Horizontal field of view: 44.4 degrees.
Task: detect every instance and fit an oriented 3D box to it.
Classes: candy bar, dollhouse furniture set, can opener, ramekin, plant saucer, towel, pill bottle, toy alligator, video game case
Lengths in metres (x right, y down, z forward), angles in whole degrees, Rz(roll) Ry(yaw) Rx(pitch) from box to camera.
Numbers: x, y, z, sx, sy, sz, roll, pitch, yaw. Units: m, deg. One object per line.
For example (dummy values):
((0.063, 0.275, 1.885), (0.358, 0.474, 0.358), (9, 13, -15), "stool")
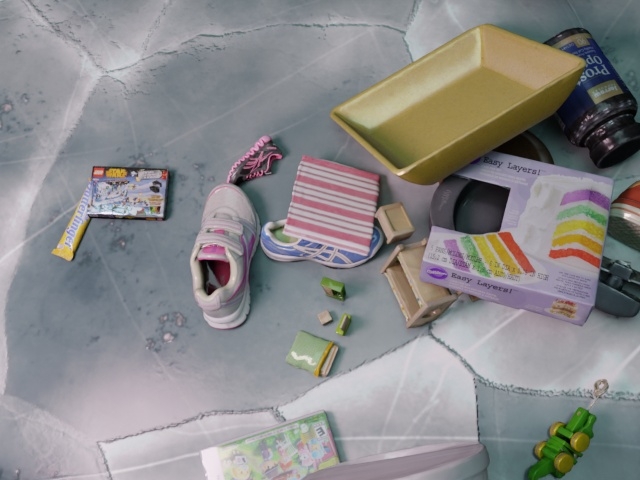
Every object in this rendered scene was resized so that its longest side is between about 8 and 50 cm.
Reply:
((-0.435, -0.041, 1.421), (0.040, 0.018, 0.161), (18, 75, 14), "candy bar")
((0.001, 0.141, 1.272), (0.076, 0.058, 0.151), (20, 75, 15), "dollhouse furniture set")
((0.541, 0.104, 1.215), (0.284, 0.076, 0.095), (27, 109, 16), "can opener")
((0.110, 0.368, 1.077), (0.273, 0.273, 0.127), (-13, 82, 4), "ramekin")
((0.300, -0.119, 1.334), (0.199, 0.036, 0.198), (-3, 71, 8), "plant saucer")
((0.021, -0.059, 1.300), (0.144, 0.029, 0.197), (15, 46, -3), "towel")
((0.446, -0.234, 1.306), (0.123, 0.123, 0.219), (-25, 69, -1), "pill bottle")
((0.382, 0.294, 1.172), (0.189, 0.056, 0.051), (-48, 113, -11), "toy alligator")
((-0.066, 0.387, 1.215), (0.213, 0.023, 0.193), (-18, 69, 1), "video game case")
((0.217, -0.217, 1.288), (0.333, 0.081, 0.333), (-31, 30, -3), "plant saucer")
((0.186, 0.030, 1.287), (0.161, 0.101, 0.181), (-14, 67, -23), "dollhouse furniture set")

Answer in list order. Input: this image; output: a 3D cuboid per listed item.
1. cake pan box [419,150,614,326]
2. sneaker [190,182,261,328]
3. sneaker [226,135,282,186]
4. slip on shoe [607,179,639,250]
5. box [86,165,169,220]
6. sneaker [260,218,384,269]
((0.301, -0.018, 1.213), (0.267, 0.070, 0.245), (16, 56, 12), "cake pan box")
((-0.160, 0.014, 1.311), (0.103, 0.111, 0.252), (-4, 70, 7), "sneaker")
((-0.115, -0.130, 1.396), (0.057, 0.047, 0.119), (42, 82, 7), "sneaker")
((0.610, 0.002, 1.208), (0.331, 0.123, 0.101), (28, 73, 21), "slip on shoe")
((-0.344, -0.085, 1.407), (0.137, 0.027, 0.093), (3, 72, -1), "box")
((0.000, 0.000, 1.310), (0.211, 0.081, 0.080), (-3, 69, 6), "sneaker")
